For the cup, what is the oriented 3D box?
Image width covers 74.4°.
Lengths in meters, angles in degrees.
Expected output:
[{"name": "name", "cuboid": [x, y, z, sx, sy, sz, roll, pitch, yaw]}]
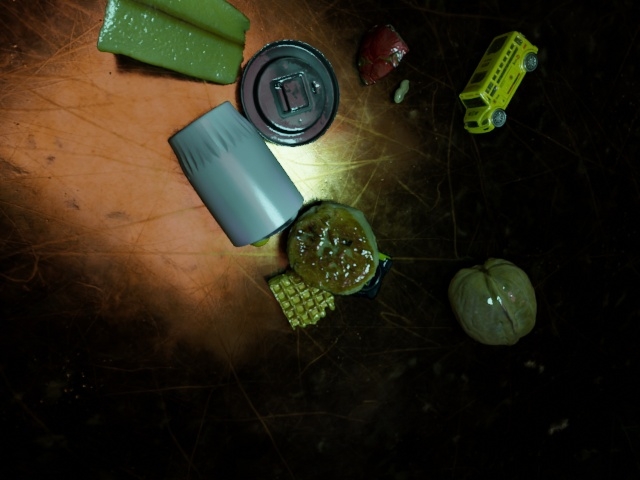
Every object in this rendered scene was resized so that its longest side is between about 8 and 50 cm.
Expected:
[{"name": "cup", "cuboid": [-0.239, -0.182, 1.205, 0.253, 0.253, 0.371, -37, 109, -8]}]

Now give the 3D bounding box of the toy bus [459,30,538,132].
[{"name": "toy bus", "cuboid": [0.604, -0.545, 1.476, 0.152, 0.144, 0.330, 29, 91, -24]}]

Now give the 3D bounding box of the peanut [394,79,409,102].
[{"name": "peanut", "cuboid": [0.275, -0.505, 1.425, 0.037, 0.037, 0.083, 30, 87, -24]}]

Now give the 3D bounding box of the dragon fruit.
[{"name": "dragon fruit", "cuboid": [0.178, -0.582, 1.325, 0.127, 0.120, 0.161, 38, 93, -18]}]

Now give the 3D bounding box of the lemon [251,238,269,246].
[{"name": "lemon", "cuboid": [-0.196, -0.013, 1.360, 0.083, 0.062, 0.062, -39, 113, -8]}]

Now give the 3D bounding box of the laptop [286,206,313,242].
[{"name": "laptop", "cuboid": [0.000, 0.000, 1.456, 0.207, 0.026, 0.154, 36, 91, -23]}]

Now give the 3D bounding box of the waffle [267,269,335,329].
[{"name": "waffle", "cuboid": [-0.038, 0.185, 1.461, 0.219, 0.057, 0.229, -29, 112, -5]}]

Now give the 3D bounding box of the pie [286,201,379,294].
[{"name": "pie", "cuboid": [0.037, 0.025, 1.361, 0.315, 0.092, 0.315, 0, 83, 2]}]

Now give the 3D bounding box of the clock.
[{"name": "clock", "cuboid": [-0.094, -0.443, 1.289, 0.313, 0.061, 0.312, -5, 105, -19]}]

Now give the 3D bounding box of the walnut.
[{"name": "walnut", "cuboid": [0.663, 0.247, 1.621, 0.306, 0.306, 0.343, -26, 107, -13]}]

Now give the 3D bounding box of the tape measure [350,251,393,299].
[{"name": "tape measure", "cuboid": [0.143, 0.100, 1.481, 0.186, 0.112, 0.199, 23, 90, -37]}]

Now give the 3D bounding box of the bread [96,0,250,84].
[{"name": "bread", "cuboid": [-0.341, -0.545, 1.078, 0.362, 0.245, 0.233, 12, 112, -25]}]
